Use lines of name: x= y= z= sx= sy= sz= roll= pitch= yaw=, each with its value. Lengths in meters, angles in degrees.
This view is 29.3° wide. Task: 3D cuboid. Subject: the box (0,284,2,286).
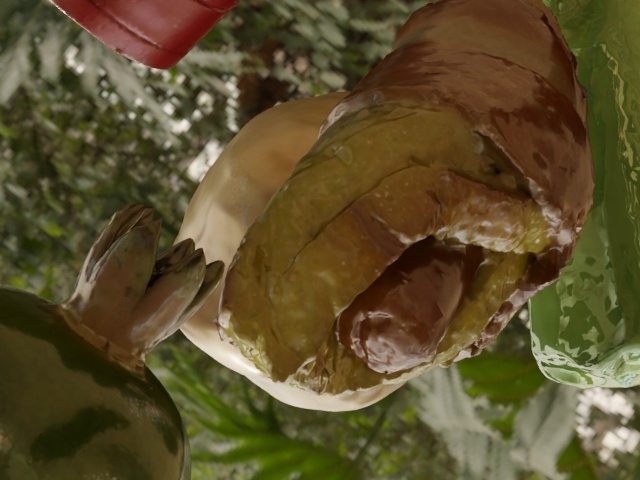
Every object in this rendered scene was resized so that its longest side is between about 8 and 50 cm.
box: x=-0.348 y=0.140 z=1.038 sx=0.076 sy=0.274 sz=0.174 roll=-33 pitch=106 yaw=37

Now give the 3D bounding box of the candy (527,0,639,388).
candy: x=0.207 y=-0.061 z=0.916 sx=0.132 sy=0.343 sz=0.142 roll=-11 pitch=163 yaw=22

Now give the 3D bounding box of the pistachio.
pistachio: x=0.000 y=0.000 z=0.984 sx=0.238 sy=0.321 sz=0.229 roll=-2 pitch=121 yaw=13

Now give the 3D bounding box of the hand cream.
hand cream: x=-0.117 y=-0.211 z=0.745 sx=0.193 sy=0.125 sz=0.193 roll=44 pitch=-164 yaw=-16

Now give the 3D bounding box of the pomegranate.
pomegranate: x=-0.135 y=0.084 z=0.600 sx=0.187 sy=0.225 sz=0.187 roll=36 pitch=180 yaw=0

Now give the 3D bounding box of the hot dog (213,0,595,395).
hot dog: x=0.053 y=-0.020 z=0.450 sx=0.093 sy=0.261 sz=0.123 roll=22 pitch=135 yaw=13
